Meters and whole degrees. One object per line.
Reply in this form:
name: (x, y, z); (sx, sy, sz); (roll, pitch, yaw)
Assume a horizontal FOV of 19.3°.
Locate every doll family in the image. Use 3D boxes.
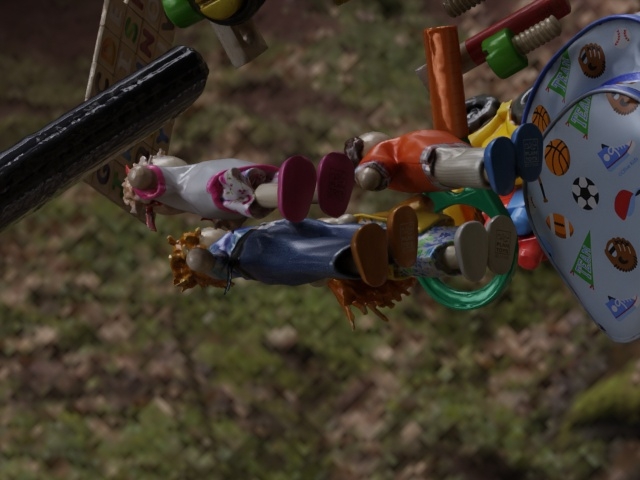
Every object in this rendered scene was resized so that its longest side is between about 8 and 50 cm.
doll family: (0.000, 0.000, 1.079); (0.263, 0.118, 0.163); (-8, 6, -44)

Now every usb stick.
usb stick: (-0.177, -0.070, 1.382); (0.278, 0.045, 0.077); (-40, -8, -48)

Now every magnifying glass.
magnifying glass: (0.110, -0.058, 1.527); (0.092, 0.231, 0.026); (-5, 5, 30)

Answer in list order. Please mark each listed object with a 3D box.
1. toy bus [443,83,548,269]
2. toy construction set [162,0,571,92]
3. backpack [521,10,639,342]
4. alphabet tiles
toy bus: (0.201, -0.046, 1.946); (0.220, 0.149, 0.211); (-10, 35, 39)
toy construction set: (0.019, -0.215, 1.462); (0.237, 0.309, 0.257); (-30, 35, 22)
backpack: (0.285, -0.058, 1.540); (0.213, 0.263, 0.276); (-9, -33, -44)
alphabet tiles: (-0.197, -0.154, 1.994); (0.198, 0.009, 0.237); (40, -123, -65)
